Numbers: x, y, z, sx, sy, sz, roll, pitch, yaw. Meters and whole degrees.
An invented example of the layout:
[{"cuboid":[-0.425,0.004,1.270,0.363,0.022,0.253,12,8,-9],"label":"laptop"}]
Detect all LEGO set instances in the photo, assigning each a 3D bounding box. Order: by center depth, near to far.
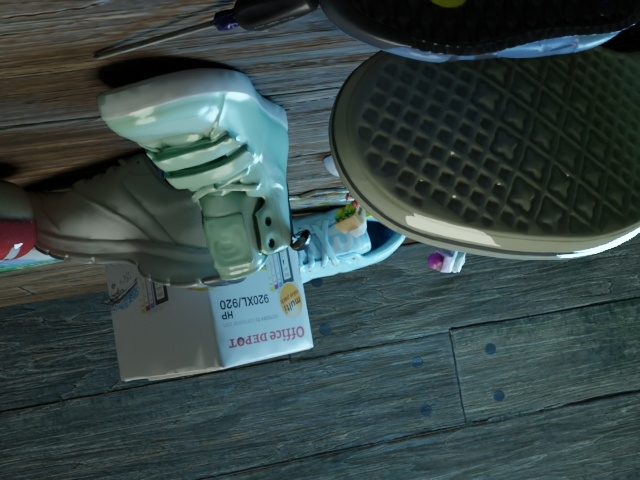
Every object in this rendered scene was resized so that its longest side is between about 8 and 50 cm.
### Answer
[{"cuboid":[0.099,-0.052,1.349,0.107,0.132,0.287,15,-176,-38],"label":"LEGO set"}]

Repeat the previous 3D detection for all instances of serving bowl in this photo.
[{"cuboid":[0.047,-0.094,1.165,0.083,0.027,0.083,-11,176,-1],"label":"serving bowl"}]

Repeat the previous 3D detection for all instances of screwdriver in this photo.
[{"cuboid":[-0.074,-0.131,0.572,0.170,0.024,0.025,-5,-153,34],"label":"screwdriver"}]

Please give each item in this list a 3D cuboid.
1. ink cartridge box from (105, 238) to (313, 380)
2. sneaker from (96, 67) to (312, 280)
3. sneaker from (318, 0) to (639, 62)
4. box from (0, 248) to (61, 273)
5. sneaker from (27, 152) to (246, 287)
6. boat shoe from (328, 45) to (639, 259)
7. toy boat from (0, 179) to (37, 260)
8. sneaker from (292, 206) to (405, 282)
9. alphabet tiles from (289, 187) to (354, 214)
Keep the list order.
[{"cuboid":[-0.138,0.038,1.121,0.168,0.232,0.171,-13,175,38],"label":"ink cartridge box"},{"cuboid":[-0.080,-0.046,0.745,0.094,0.151,0.256,-10,174,20],"label":"sneaker"},{"cuboid":[0.087,-0.133,0.547,0.209,0.069,0.082,-8,179,-24],"label":"sneaker"},{"cuboid":[-0.492,0.017,1.160,0.322,0.058,0.232,-10,172,13],"label":"box"},{"cuboid":[-0.196,-0.031,0.981,0.297,0.129,0.111,9,-173,29],"label":"sneaker"},{"cuboid":[0.194,-0.078,0.767,0.500,0.186,0.156,-12,172,-40],"label":"boat shoe"},{"cuboid":[-0.383,0.020,0.908,0.231,0.151,0.151,-12,175,23],"label":"toy boat"},{"cuboid":[0.000,0.000,1.600,0.366,0.135,0.150,-17,174,-42],"label":"sneaker"},{"cuboid":[-0.012,-0.063,1.543,0.237,0.009,0.198,-5,174,-41],"label":"alphabet tiles"}]
